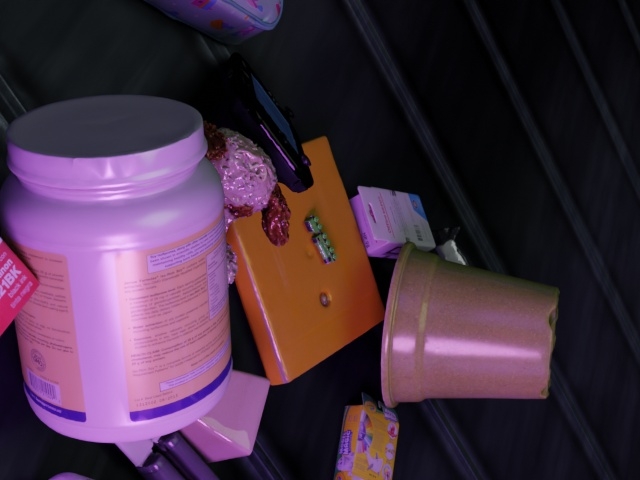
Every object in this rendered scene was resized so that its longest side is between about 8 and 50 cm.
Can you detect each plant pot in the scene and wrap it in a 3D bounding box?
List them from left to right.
[{"bbox_3d":[-0.146,0.222,1.413,0.096,0.109,0.109,32,56,-29],"label":"plant pot"},{"bbox_3d":[0.249,0.151,1.715,0.276,0.254,0.276,7,90,-77],"label":"plant pot"}]

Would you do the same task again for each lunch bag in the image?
[{"bbox_3d":[-0.173,-0.430,1.538,0.279,0.108,0.223,23,64,-46],"label":"lunch bag"}]

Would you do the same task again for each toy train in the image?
[{"bbox_3d":[0.000,0.000,1.642,0.024,0.017,0.083,-39,110,-38],"label":"toy train"}]

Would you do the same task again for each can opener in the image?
[{"bbox_3d":[-0.183,0.277,1.353,0.283,0.095,0.076,53,45,-23],"label":"can opener"}]

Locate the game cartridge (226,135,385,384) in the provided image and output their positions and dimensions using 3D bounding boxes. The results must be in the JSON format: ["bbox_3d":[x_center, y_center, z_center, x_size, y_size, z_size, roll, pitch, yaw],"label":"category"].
[{"bbox_3d":[-0.034,0.022,1.648,0.285,0.053,0.323,-26,99,-51],"label":"game cartridge"}]

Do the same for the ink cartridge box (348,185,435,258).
[{"bbox_3d":[0.110,-0.029,1.807,0.180,0.060,0.104,7,61,-50],"label":"ink cartridge box"}]

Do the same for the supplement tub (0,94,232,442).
[{"bbox_3d":[-0.222,0.027,1.177,0.241,0.241,0.331,-34,131,-50],"label":"supplement tub"}]

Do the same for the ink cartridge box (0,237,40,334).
[{"bbox_3d":[-0.440,-0.004,1.026,0.272,0.197,0.114,55,43,-28],"label":"ink cartridge box"}]

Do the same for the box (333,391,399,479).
[{"bbox_3d":[0.073,0.341,1.700,0.105,0.043,0.179,35,57,-40],"label":"box"}]

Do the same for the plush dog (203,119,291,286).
[{"bbox_3d":[-0.155,-0.072,1.373,0.262,0.225,0.210,35,55,-41],"label":"plush dog"}]

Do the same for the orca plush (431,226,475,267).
[{"bbox_3d":[0.241,0.118,1.959,0.151,0.102,0.287,-28,94,-5],"label":"orca plush"}]

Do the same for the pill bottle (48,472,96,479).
[{"bbox_3d":[-0.242,0.347,1.250,0.187,0.112,0.112,32,57,-42],"label":"pill bottle"}]

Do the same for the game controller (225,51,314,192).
[{"bbox_3d":[-0.076,-0.173,1.506,0.166,0.067,0.319,62,3,-21],"label":"game controller"}]
